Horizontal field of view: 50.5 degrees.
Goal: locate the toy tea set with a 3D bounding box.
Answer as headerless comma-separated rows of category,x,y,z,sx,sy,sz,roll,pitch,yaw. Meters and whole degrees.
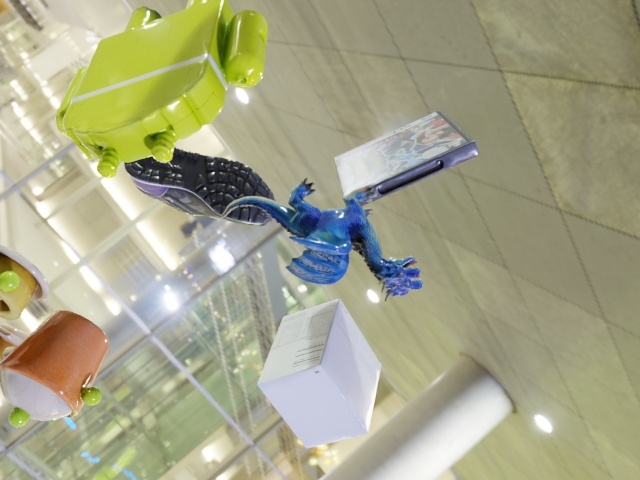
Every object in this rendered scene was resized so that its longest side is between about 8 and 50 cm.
toy tea set,-0.386,0.127,0.761,0.336,0.124,0.200,-16,126,41

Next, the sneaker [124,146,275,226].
sneaker,-0.212,-0.092,1.246,0.283,0.107,0.124,22,158,4

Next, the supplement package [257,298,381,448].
supplement package,0.005,0.268,1.371,0.194,0.149,0.203,58,-153,-22

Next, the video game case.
video game case,0.149,-0.160,1.296,0.275,0.248,0.035,-97,-17,-68

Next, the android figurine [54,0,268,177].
android figurine,-0.175,-0.174,0.727,0.056,0.248,0.273,60,-159,-45

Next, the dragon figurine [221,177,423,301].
dragon figurine,0.000,0.000,0.910,0.085,0.289,0.144,98,179,-54
